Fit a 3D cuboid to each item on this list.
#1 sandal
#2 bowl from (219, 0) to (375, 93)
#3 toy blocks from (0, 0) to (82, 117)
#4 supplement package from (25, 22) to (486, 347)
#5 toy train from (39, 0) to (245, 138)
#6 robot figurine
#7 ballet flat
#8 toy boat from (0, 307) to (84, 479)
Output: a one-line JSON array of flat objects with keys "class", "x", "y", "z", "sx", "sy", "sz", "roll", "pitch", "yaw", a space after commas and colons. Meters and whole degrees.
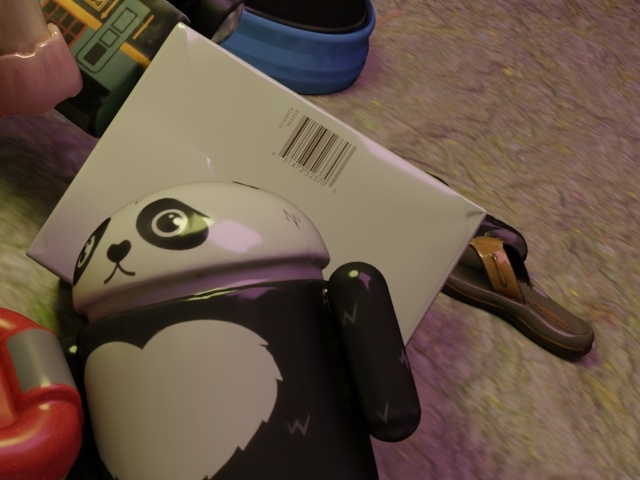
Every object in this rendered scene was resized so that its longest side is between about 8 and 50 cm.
[{"class": "sandal", "x": 0.182, "y": 0.037, "z": 1.476, "sx": 0.219, "sy": 0.060, "sz": 0.090, "roll": 33, "pitch": 27, "yaw": 5}, {"class": "bowl", "x": -0.112, "y": -0.316, "z": 1.773, "sx": 0.391, "sy": 0.077, "sz": 0.391, "roll": 23, "pitch": 28, "yaw": -13}, {"class": "toy blocks", "x": -0.345, "y": -0.064, "z": 1.007, "sx": 0.309, "sy": 0.260, "sz": 0.289, "roll": -31, "pitch": 35, "yaw": -27}, {"class": "supplement package", "x": -0.044, "y": 0.004, "z": 1.112, "sx": 0.262, "sy": 0.204, "sz": 0.145, "roll": 32, "pitch": -7, "yaw": 4}, {"class": "toy train", "x": -0.227, "y": -0.234, "z": 1.186, "sx": 0.334, "sy": 0.190, "sz": 0.142, "roll": 37, "pitch": -15, "yaw": 1}, {"class": "robot figurine", "x": -0.061, "y": 0.100, "z": 0.935, "sx": 0.209, "sy": 0.173, "sz": 0.278, "roll": -9, "pitch": 81, "yaw": -13}, {"class": "ballet flat", "x": 0.137, "y": -0.020, "z": 1.560, "sx": 0.173, "sy": 0.057, "sz": 0.049, "roll": 33, "pitch": -14, "yaw": 3}, {"class": "toy boat", "x": -0.252, "y": 0.077, "z": 0.855, "sx": 0.231, "sy": 0.151, "sz": 0.151, "roll": -8, "pitch": 41, "yaw": -23}]
